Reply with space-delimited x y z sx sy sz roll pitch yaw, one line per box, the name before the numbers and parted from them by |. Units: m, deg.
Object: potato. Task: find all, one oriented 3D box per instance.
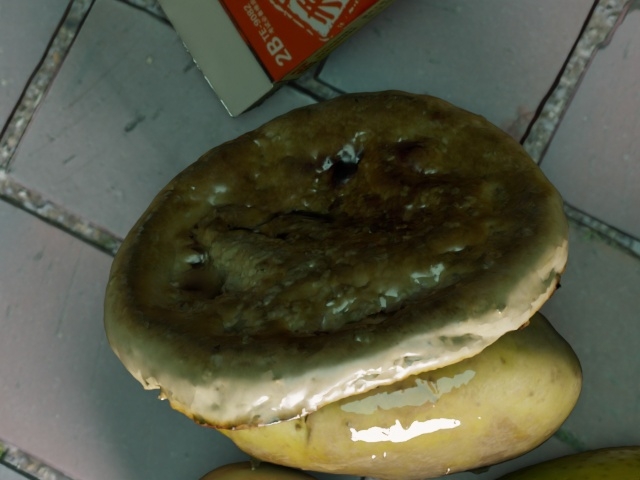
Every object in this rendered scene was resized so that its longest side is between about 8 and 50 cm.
potato | 0.048 0.115 1.041 0.296 0.191 0.141 0 85 3

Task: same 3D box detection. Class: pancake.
pancake | 0.000 0.002 1.021 0.356 0.356 0.065 -17 127 3

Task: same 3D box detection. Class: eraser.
eraser | -0.028 -0.223 1.085 0.230 0.038 0.157 -35 86 33

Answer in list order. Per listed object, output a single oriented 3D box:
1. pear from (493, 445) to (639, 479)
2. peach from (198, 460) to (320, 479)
pear | 0.206 0.331 1.000 0.340 0.191 0.386 34 81 10
peach | -0.042 0.266 1.055 0.184 0.184 0.184 0 88 4
